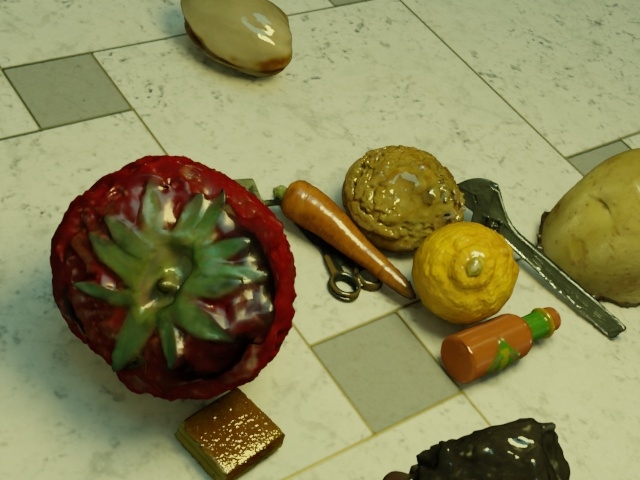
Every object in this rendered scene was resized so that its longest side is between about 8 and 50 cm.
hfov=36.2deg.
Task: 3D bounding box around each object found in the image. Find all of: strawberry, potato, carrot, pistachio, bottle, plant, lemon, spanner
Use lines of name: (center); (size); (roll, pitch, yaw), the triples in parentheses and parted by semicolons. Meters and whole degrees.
strawberry: (-0.164, 0.050, 1.160); (0.291, 0.310, 0.292); (1, 74, -2)
potato: (0.483, -0.039, 1.466); (0.285, 0.243, 0.243); (0, 47, -22)
carrot: (0.040, -0.005, 1.373); (0.256, 0.061, 0.061); (37, 47, 12)
pistachio: (-0.136, -0.348, 1.617); (0.215, 0.144, 0.144); (27, 45, 17)
bottle: (0.251, 0.132, 1.322); (0.187, 0.069, 0.069); (-19, 56, -31)
plant: (0.167, 0.298, 1.043); (0.234, 0.204, 0.178); (-28, 70, 14)
lemon: (0.195, 0.043, 1.321); (0.142, 0.187, 0.142); (0, 87, 2)
spanner: (0.319, 0.024, 1.446); (0.325, 0.093, 0.026); (43, 30, 14)

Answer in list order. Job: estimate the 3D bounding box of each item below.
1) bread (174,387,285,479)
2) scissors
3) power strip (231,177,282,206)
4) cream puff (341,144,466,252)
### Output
bread: (-0.104, 0.226, 1.137); (0.094, 0.035, 0.090); (-29, 62, -37)
scissors: (0.000, 0.000, 1.405); (0.088, 0.017, 0.220); (-22, 56, -33)
power strip: (-0.172, -0.044, 1.376); (0.267, 0.034, 0.092); (-5, 49, -22)
cream puff: (0.124, -0.066, 1.430); (0.189, 0.129, 0.189); (7, 46, -7)
